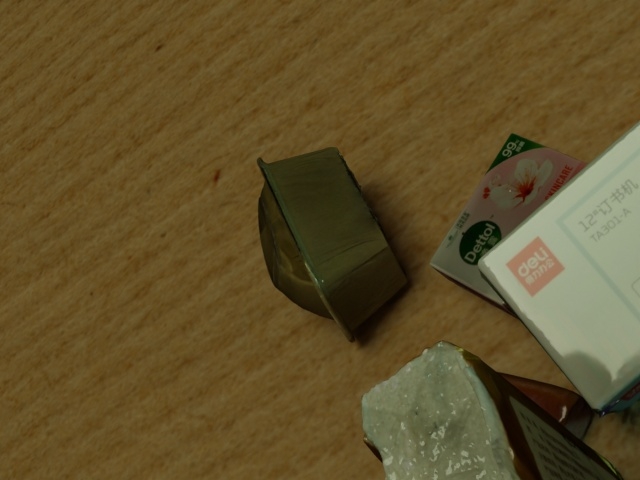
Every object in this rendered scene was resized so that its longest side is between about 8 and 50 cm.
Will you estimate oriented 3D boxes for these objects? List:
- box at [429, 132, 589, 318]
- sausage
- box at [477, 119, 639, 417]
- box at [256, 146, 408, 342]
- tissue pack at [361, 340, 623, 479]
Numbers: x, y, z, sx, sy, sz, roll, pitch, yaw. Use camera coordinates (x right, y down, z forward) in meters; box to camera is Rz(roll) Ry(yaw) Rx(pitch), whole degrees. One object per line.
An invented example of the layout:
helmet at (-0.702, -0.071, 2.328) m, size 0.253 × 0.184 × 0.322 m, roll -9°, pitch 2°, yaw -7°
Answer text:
box at (0.153, -0.010, 0.947) m, size 0.089 × 0.043 × 0.125 m, roll 29°, pitch 86°, yaw 47°
sausage at (0.131, 0.116, 0.894) m, size 0.131 × 0.039 × 0.041 m, roll 9°, pitch 79°, yaw 45°
box at (0.245, -0.014, 0.815) m, size 0.269 × 0.079 × 0.135 m, roll -42°, pitch 67°, yaw 14°
box at (0.000, 0.000, 1.038) m, size 0.111 × 0.111 × 0.177 m, roll -40°, pitch 45°, yaw 16°
tissue pack at (0.129, 0.177, 0.720) m, size 0.092 × 0.226 × 0.183 m, roll -38°, pitch 46°, yaw 17°
